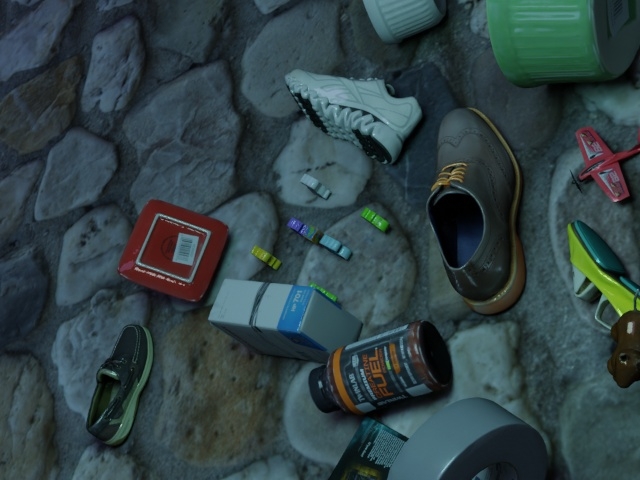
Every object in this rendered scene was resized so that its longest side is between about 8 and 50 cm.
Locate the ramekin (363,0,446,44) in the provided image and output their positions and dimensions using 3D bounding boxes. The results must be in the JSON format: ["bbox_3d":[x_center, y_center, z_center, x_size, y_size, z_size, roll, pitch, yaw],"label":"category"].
[{"bbox_3d":[0.141,-0.450,1.955,0.109,0.207,0.207,-14,54,19],"label":"ramekin"}]

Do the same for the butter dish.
[{"bbox_3d":[-0.259,0.031,2.008,0.160,0.118,0.160,19,68,1],"label":"butter dish"}]

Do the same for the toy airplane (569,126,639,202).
[{"bbox_3d":[0.429,-0.121,1.632,0.151,0.028,0.151,-18,54,27],"label":"toy airplane"}]

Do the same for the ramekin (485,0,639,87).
[{"bbox_3d":[0.374,-0.372,1.659,0.148,0.303,0.303,9,68,33],"label":"ramekin"}]

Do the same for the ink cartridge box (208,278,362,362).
[{"bbox_3d":[-0.055,0.127,1.761,0.191,0.140,0.082,5,67,40],"label":"ink cartridge box"}]

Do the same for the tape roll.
[{"bbox_3d":[0.180,0.307,1.405,0.219,0.219,0.072,-53,43,-4],"label":"tape roll"}]

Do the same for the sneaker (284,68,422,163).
[{"bbox_3d":[0.055,-0.235,1.953,0.292,0.110,0.118,33,77,37],"label":"sneaker"}]

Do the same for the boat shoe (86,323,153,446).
[{"bbox_3d":[-0.351,0.241,1.961,0.080,0.073,0.223,-9,58,33],"label":"boat shoe"}]

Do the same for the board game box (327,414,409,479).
[{"bbox_3d":[0.066,0.353,1.600,0.126,0.026,0.186,23,77,44],"label":"board game box"}]

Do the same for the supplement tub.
[{"bbox_3d":[0.082,0.191,1.640,0.198,0.106,0.106,-23,50,25],"label":"supplement tub"}]

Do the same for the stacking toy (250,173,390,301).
[{"bbox_3d":[0.000,0.000,1.872,0.221,0.052,0.167,31,85,43],"label":"stacking toy"}]

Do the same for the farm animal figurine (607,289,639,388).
[{"bbox_3d":[0.499,0.118,1.285,0.330,0.172,0.326,32,75,30],"label":"farm animal figurine"}]

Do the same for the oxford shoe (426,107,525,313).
[{"bbox_3d":[0.222,-0.075,1.686,0.130,0.133,0.363,-25,49,24],"label":"oxford shoe"}]

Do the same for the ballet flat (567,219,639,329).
[{"bbox_3d":[0.385,0.065,1.517,0.077,0.077,0.231,-54,44,19],"label":"ballet flat"}]
